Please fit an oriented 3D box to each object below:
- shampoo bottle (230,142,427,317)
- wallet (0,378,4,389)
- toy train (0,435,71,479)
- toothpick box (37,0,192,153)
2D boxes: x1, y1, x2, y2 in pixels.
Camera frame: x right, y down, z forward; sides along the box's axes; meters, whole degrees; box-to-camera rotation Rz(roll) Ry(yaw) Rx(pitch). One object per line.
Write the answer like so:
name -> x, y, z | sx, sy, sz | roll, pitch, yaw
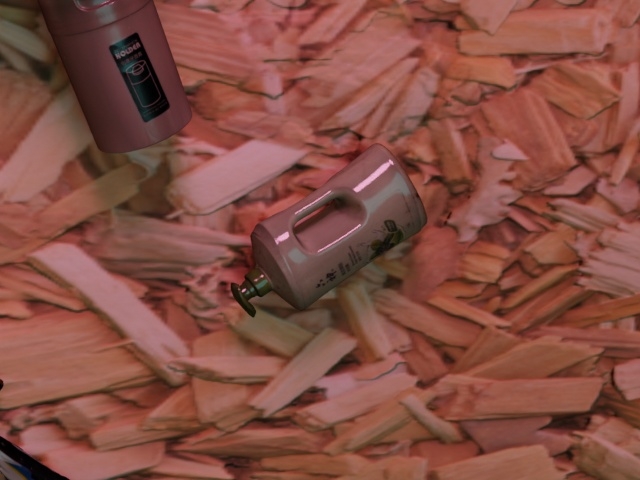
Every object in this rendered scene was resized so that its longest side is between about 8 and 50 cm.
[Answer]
shampoo bottle -> 0.000, 0.000, 1.693 | 0.234, 0.087, 0.118 | -35, 120, -11
wallet -> -0.454, 0.139, 1.556 | 0.230, 0.042, 0.124 | 37, 91, -27
toy train -> -0.297, 0.289, 1.669 | 0.234, 0.052, 0.051 | 40, 92, -29
toothpick box -> -0.209, -0.192, 1.525 | 0.111, 0.111, 0.180 | -26, 116, -15
